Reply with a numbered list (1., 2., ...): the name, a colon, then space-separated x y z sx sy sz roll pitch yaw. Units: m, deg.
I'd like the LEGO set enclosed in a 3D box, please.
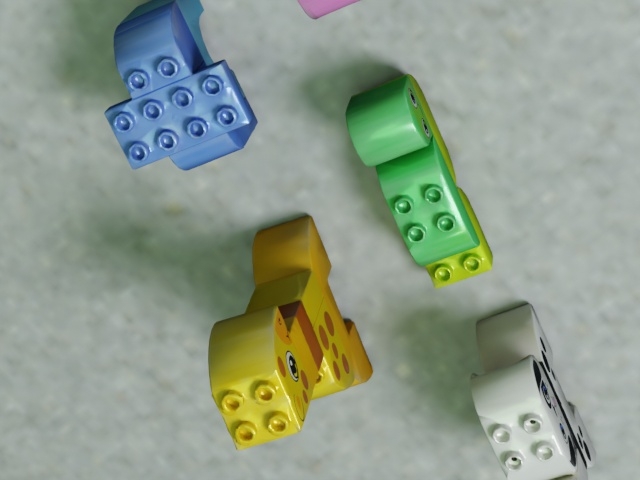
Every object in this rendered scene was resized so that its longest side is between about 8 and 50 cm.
1. LEGO set: 0.000 0.000 0.427 0.087 0.093 0.227 -21 108 16
